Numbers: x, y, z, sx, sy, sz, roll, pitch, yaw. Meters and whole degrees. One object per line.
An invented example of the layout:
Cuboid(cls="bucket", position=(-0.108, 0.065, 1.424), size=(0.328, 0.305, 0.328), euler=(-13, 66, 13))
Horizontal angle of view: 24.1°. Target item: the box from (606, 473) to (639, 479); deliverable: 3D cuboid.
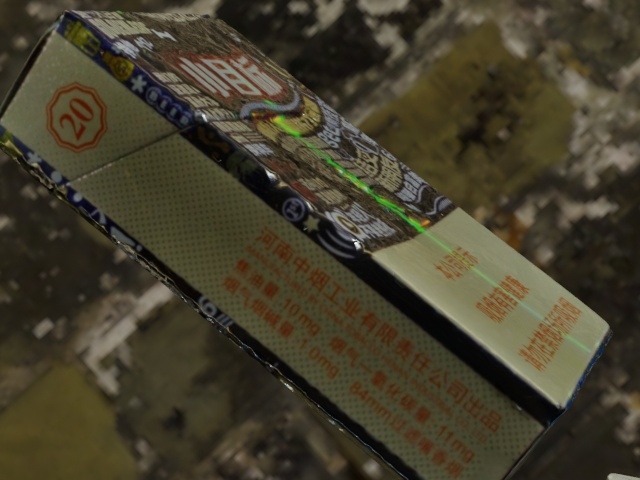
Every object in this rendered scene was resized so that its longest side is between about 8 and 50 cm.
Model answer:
Cuboid(cls="box", position=(0.209, 0.211, 0.754), size=(0.194, 0.139, 0.073), euler=(-77, 177, -63))

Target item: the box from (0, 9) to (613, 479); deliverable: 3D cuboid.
Cuboid(cls="box", position=(0.000, 0.000, 0.798), size=(0.084, 0.310, 0.198), euler=(-54, 170, 17))
